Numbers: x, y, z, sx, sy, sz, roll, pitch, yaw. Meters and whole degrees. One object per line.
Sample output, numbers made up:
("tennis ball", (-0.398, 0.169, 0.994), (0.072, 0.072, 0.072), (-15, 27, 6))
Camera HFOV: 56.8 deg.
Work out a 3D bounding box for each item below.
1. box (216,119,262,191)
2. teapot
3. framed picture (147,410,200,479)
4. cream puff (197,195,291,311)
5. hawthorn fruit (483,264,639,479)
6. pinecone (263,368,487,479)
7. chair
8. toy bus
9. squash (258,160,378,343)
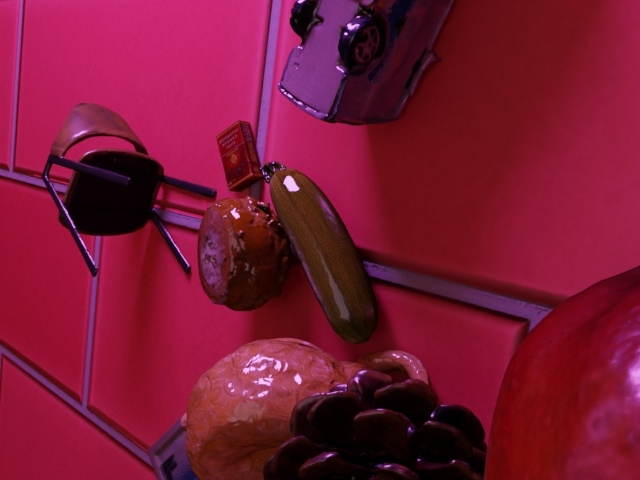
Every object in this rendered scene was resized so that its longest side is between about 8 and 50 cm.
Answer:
("box", (-0.109, -0.112, 0.795), (0.051, 0.023, 0.082), (-25, 74, 40))
("teapot", (-0.029, 0.179, 0.651), (0.311, 0.203, 0.167), (-21, 33, 19))
("framed picture", (-0.127, 0.327, 0.817), (0.315, 0.024, 0.232), (-46, 61, 30))
("cream puff", (-0.091, 0.017, 0.729), (0.126, 0.103, 0.144), (6, 95, 54))
("hawthorn fruit", (0.226, 0.169, 0.347), (0.295, 0.295, 0.311), (-50, 35, 30))
("pinecone", (0.050, 0.213, 0.466), (0.207, 0.207, 0.208), (1, 91, 41))
("chair", (-0.296, -0.079, 0.871), (0.246, 0.158, 0.173), (34, 109, 34))
("toy bus", (0.074, -0.264, 0.563), (0.112, 0.137, 0.317), (44, 119, 38))
("squash", (0.000, 0.000, 0.672), (0.066, 0.066, 0.252), (-42, 64, 33))
